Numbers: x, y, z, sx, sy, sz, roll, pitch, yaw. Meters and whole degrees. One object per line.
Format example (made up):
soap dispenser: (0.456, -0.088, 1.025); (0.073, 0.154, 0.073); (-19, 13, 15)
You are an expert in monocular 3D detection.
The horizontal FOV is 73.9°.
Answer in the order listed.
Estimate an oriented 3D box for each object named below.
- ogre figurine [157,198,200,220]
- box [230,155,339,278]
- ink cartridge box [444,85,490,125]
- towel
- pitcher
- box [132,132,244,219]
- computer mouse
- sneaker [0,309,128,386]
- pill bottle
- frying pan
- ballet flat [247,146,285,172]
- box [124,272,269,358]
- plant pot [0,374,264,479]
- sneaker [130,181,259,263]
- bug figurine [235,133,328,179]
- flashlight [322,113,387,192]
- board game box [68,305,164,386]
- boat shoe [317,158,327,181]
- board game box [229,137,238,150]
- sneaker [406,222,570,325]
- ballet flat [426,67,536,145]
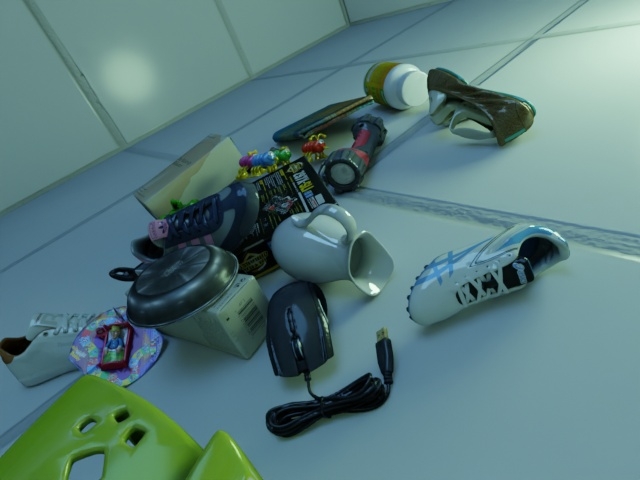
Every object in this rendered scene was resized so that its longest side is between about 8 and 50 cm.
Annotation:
ogre figurine: (-0.358, -0.063, 1.154); (0.118, 0.096, 0.197); (24, 65, 37)
box: (-0.103, -0.062, 0.977); (0.257, 0.079, 0.322); (-26, 32, -1)
ink cartridge box: (0.393, -0.377, 1.182); (0.146, 0.045, 0.179); (-18, 22, 12)
towel: (-0.008, -0.397, 1.416); (0.272, 0.040, 0.370); (-30, 20, -10)
pitcher: (0.000, 0.000, 0.722); (0.207, 0.177, 0.125); (13, 52, 44)
box: (-0.388, -0.181, 1.288); (0.311, 0.121, 0.148); (-45, 37, -17)
computer mouse: (0.002, 0.130, 0.608); (0.184, 0.060, 0.261); (-17, 39, 10)
sneaker: (-0.486, 0.183, 0.834); (0.291, 0.123, 0.106); (-24, 29, -3)
pill bottle: (0.245, -0.496, 1.364); (0.137, 0.136, 0.245); (-28, 31, -6)
frying pan: (-0.268, 0.048, 0.756); (0.197, 0.053, 0.326); (-33, 33, -21)
ballet flat: (-0.228, -0.260, 1.403); (0.250, 0.058, 0.084); (-7, 34, 27)
box: (-0.217, 0.117, 0.759); (0.275, 0.113, 0.094); (4, 40, 37)
plant pot: (-0.152, 0.282, 0.355); (0.208, 0.228, 0.227); (2, 39, 25)
sneaker: (-0.246, -0.018, 0.809); (0.319, 0.131, 0.112); (-32, 60, 37)
bug figurine: (-0.118, -0.234, 1.197); (0.217, 0.072, 0.279); (-2, 17, 44)
flashlight: (0.093, -0.242, 1.112); (0.104, 0.103, 0.304); (-11, 34, 27)
board game box: (-0.375, 0.185, 0.768); (0.169, 0.033, 0.133); (29, 57, 24)
boat shoe: (0.017, -0.190, 1.137); (0.038, 0.046, 0.125); (-5, 32, 29)
board game box: (-0.430, -0.327, 1.668); (0.212, 0.039, 0.160); (-28, 31, -5)
sneaker: (0.226, 0.045, 0.581); (0.238, 0.085, 0.086); (-28, 15, -7)
ballet flat: (0.343, -0.316, 1.022); (0.124, 0.116, 0.342); (-49, 48, 7)
